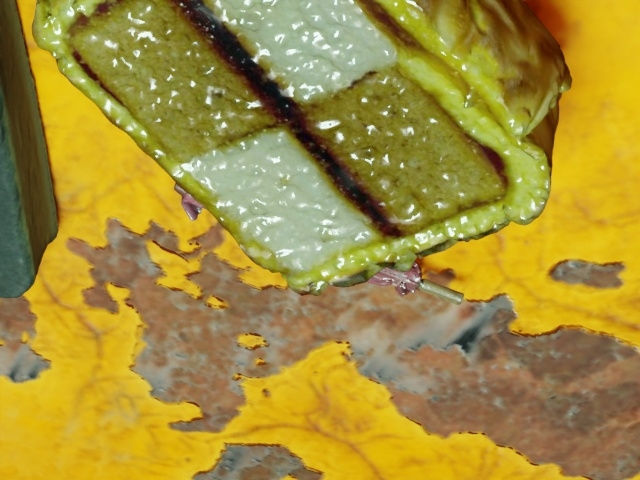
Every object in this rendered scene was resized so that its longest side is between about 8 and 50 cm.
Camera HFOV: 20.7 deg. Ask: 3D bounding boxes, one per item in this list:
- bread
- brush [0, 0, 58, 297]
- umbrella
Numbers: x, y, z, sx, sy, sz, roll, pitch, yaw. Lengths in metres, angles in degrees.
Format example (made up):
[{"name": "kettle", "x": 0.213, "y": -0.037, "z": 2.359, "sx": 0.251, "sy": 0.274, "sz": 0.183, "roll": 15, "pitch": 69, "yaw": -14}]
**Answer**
[{"name": "bread", "x": -0.003, "y": -0.084, "z": 0.788, "sx": 0.181, "sy": 0.096, "sz": 0.222, "roll": -26, "pitch": 125, "yaw": 32}, {"name": "brush", "x": -0.207, "y": -0.054, "z": 0.886, "sx": 0.123, "sy": 0.059, "sz": 0.197, "roll": 3, "pitch": 137, "yaw": 5}, {"name": "umbrella", "x": 0.000, "y": 0.000, "z": 0.930, "sx": 0.165, "sy": 0.025, "sz": 0.027, "roll": 22, "pitch": 155, "yaw": -9}]
